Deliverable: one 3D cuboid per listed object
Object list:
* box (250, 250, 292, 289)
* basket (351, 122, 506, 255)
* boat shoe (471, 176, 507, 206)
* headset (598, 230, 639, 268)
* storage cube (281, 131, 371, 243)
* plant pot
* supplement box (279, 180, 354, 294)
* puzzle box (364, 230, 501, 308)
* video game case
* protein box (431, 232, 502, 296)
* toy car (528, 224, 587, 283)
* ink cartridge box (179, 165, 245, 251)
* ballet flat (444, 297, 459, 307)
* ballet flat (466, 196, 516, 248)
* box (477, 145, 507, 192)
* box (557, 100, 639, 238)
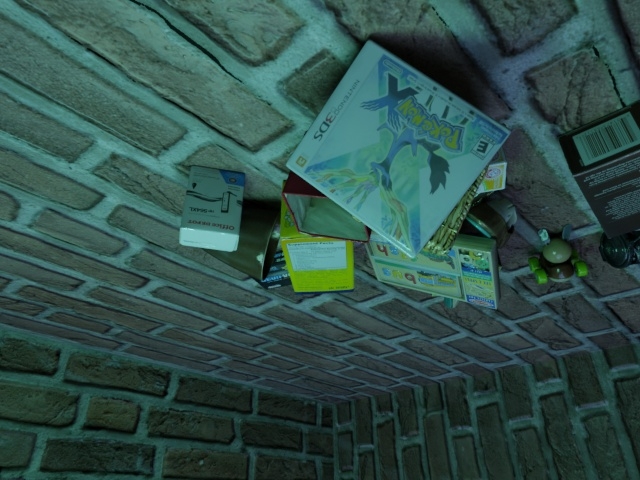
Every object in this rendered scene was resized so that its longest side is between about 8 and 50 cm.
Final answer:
[{"bbox_3d":[-0.142,0.106,1.697,0.221,0.051,0.175,-13,147,18],"label":"box"},{"bbox_3d":[0.235,-0.141,1.025,0.223,0.298,0.213,24,-171,13],"label":"basket"},{"bbox_3d":[0.423,-0.128,1.304,0.073,0.073,0.207,21,143,-27],"label":"boat shoe"},{"bbox_3d":[1.006,0.027,1.427,0.244,0.185,0.394,-20,163,26],"label":"headset"},{"bbox_3d":[0.042,-0.129,1.138,0.215,0.193,0.183,7,151,17],"label":"storage cube"},{"bbox_3d":[-0.251,-0.012,1.381,0.231,0.215,0.215,14,148,2],"label":"plant pot"},{"bbox_3d":[0.000,0.000,1.389,0.195,0.195,0.356,-3,149,2],"label":"supplement box"},{"bbox_3d":[0.336,0.071,1.438,0.410,0.052,0.272,11,144,33],"label":"puzzle box"},{"bbox_3d":[0.140,-0.179,0.918,0.299,0.329,0.036,-55,170,12],"label":"video game case"},{"bbox_3d":[0.482,0.085,1.597,0.200,0.135,0.201,-3,148,3],"label":"protein box"},{"bbox_3d":[0.790,0.031,1.566,0.155,0.148,0.188,-13,118,13],"label":"toy car"},{"bbox_3d":[-0.282,-0.085,1.231,0.149,0.202,0.085,7,148,-14],"label":"ink cartridge box"},{"bbox_3d":[0.530,0.188,1.840,0.087,0.086,0.248,-7,150,9],"label":"ballet flat"},{"bbox_3d":[0.512,-0.057,1.357,0.124,0.116,0.342,-45,150,12],"label":"ballet flat"},{"bbox_3d":[0.355,-0.185,1.179,0.204,0.103,0.114,-8,148,12],"label":"box"},{"bbox_3d":[0.779,-0.163,1.197,0.191,0.143,0.382,-24,140,32],"label":"box"}]
